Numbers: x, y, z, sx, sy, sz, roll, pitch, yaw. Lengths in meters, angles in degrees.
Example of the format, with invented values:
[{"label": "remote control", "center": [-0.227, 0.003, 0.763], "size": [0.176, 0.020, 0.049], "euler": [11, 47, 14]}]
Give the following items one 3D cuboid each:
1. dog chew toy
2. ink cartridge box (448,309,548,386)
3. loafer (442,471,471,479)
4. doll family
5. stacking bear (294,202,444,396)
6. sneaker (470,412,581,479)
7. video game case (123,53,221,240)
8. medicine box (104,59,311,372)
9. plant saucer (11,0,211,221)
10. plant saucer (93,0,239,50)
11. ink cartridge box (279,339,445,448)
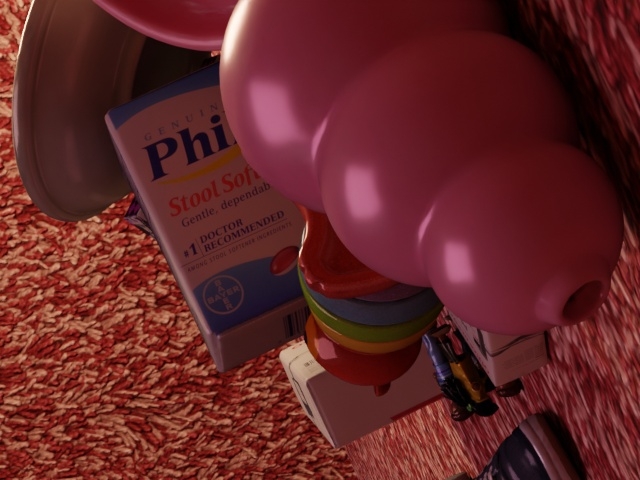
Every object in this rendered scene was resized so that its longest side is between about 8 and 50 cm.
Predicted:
[{"label": "dog chew toy", "center": [0.075, -0.066, 1.127], "size": [0.332, 0.207, 0.206], "euler": [50, 165, 37]}, {"label": "ink cartridge box", "center": [0.150, 0.049, 1.502], "size": [0.099, 0.056, 0.135], "euler": [59, 170, 39]}, {"label": "loafer", "center": [0.178, 0.410, 2.417], "size": [0.095, 0.109, 0.302], "euler": [59, 169, 17]}, {"label": "doll family", "center": [0.151, 0.134, 1.765], "size": [0.111, 0.076, 0.193], "euler": [61, 179, -3]}, {"label": "stacking bear", "center": [0.048, 0.043, 1.667], "size": [0.289, 0.164, 0.175], "euler": [91, 166, -56]}, {"label": "sneaker", "center": [0.170, 0.263, 1.701], "size": [0.099, 0.153, 0.282], "euler": [63, 173, 18]}, {"label": "video game case", "center": [-0.100, -0.070, 2.047], "size": [0.210, 0.232, 0.042], "euler": [35, 157, -27]}, {"label": "medicine box", "center": [-0.056, -0.048, 1.870], "size": [0.289, 0.263, 0.149], "euler": [63, 172, 19]}, {"label": "plant saucer", "center": [-0.217, -0.204, 2.012], "size": [0.101, 0.400, 0.400], "euler": [17, 153, 18]}, {"label": "plant saucer", "center": [-0.146, -0.343, 1.688], "size": [0.332, 0.084, 0.332], "euler": [21, 139, 20]}, {"label": "ink cartridge box", "center": [0.056, 0.164, 2.159], "size": [0.237, 0.172, 0.100], "euler": [-153, 39, -80]}]
